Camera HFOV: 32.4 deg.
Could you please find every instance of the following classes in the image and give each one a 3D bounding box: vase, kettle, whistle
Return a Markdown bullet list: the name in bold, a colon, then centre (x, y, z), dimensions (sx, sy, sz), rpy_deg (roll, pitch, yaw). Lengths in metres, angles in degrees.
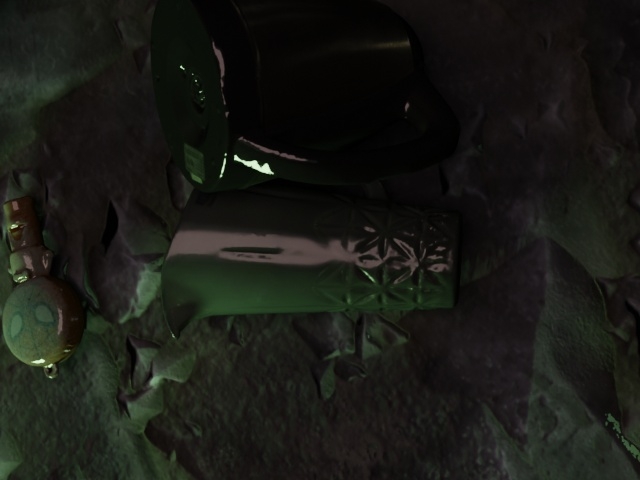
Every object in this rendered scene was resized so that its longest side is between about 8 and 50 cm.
- **vase**: centre (0.000, 0.000, 1.178), dimensions (0.301, 0.156, 0.251), rpy_deg (4, 65, 10)
- **kettle**: centre (-0.006, -0.170, 1.117), dimensions (0.271, 0.251, 0.207), rpy_deg (-14, 103, -26)
- **whistle**: centre (-0.336, 0.055, 1.307), dimensions (0.107, 0.057, 0.220), rpy_deg (-20, 79, 28)
